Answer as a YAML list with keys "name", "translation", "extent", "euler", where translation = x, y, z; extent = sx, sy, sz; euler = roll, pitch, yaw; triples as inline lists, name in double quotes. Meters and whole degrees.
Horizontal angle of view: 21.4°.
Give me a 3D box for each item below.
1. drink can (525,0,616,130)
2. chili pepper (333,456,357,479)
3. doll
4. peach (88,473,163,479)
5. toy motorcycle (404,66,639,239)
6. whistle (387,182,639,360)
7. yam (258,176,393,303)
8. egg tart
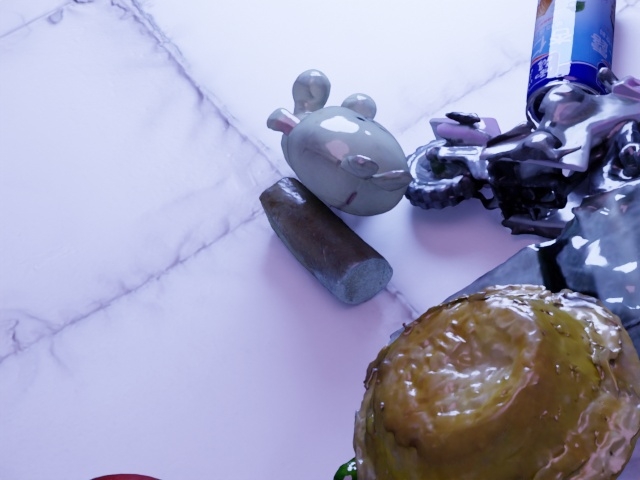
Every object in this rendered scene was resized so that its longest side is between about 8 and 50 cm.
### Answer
- name: "drink can"
  translation: [0.291, -0.227, 1.951]
  extent: [0.097, 0.097, 0.235]
  euler: [3, 48, 12]
- name: "chili pepper"
  translation: [0.134, 0.234, 1.567]
  extent: [0.253, 0.083, 0.099]
  euler: [-3, 43, 1]
- name: "doll"
  translation: [0.024, -0.089, 1.826]
  extent: [0.155, 0.113, 0.275]
  euler: [26, 15, -21]
- name: "peach"
  translation: [-0.175, 0.293, 1.492]
  extent: [0.192, 0.190, 0.190]
  euler: [25, 56, 36]
- name: "toy motorcycle"
  translation: [0.249, -0.097, 1.817]
  extent: [0.327, 0.143, 0.188]
  euler: [3, 44, 34]
- name: "whistle"
  translation: [0.252, 0.075, 1.615]
  extent: [0.404, 0.188, 0.168]
  euler: [-9, 47, 2]
- name: "yam"
  translation: [0.000, 0.000, 1.812]
  extent: [0.068, 0.068, 0.169]
  euler: [-33, 50, -19]
- name: "egg tart"
  translation: [0.139, 0.138, 1.461]
  extent: [0.295, 0.116, 0.295]
  euler: [-20, 42, 19]
